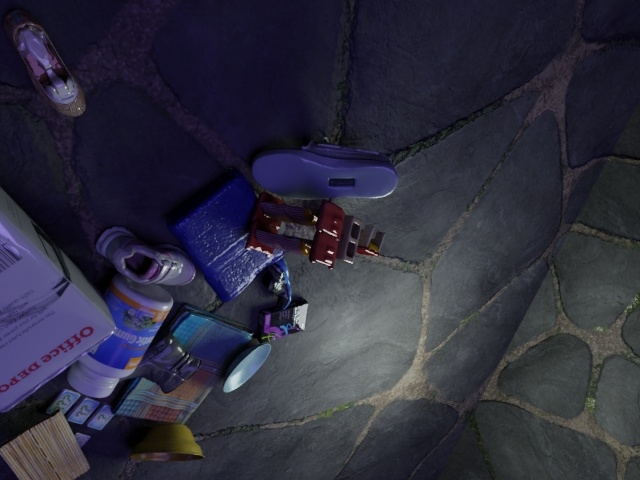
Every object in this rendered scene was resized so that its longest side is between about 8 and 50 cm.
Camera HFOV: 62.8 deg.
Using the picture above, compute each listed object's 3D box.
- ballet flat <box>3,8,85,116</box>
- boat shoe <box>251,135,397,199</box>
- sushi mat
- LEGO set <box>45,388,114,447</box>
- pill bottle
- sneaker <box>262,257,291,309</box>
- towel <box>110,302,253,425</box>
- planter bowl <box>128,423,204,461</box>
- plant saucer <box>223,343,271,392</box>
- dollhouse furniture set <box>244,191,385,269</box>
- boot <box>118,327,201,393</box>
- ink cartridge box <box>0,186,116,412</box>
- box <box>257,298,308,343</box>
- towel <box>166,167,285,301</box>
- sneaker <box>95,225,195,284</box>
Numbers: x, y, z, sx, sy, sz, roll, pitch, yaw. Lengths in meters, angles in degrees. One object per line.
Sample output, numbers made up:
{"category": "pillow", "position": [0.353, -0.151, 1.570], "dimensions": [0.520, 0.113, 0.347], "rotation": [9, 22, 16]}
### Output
{"category": "ballet flat", "position": [-0.485, -0.302, 0.931], "dimensions": [0.073, 0.067, 0.206], "rotation": [-36, 136, -13]}
{"category": "boat shoe", "position": [0.009, -0.202, 1.344], "dimensions": [0.366, 0.157, 0.136], "rotation": [1, 129, -4]}
{"category": "sushi mat", "position": [-0.702, 0.560, 1.348], "dimensions": [0.151, 0.019, 0.317], "rotation": [-28, 141, -31]}
{"category": "LEGO set", "position": [-0.678, 0.521, 1.380], "dimensions": [0.244, 0.060, 0.182], "rotation": [-48, 136, -4]}
{"category": "pill bottle", "position": [-0.479, 0.225, 1.236], "dimensions": [0.152, 0.152, 0.272], "rotation": [27, 95, -45]}
{"category": "sneaker", "position": [-0.127, 0.125, 1.527], "dimensions": [0.078, 0.067, 0.188], "rotation": [-11, 131, -6]}
{"category": "towel", "position": [-0.386, 0.371, 1.504], "dimensions": [0.271, 0.040, 0.370], "rotation": [32, 96, -45]}
{"category": "planter bowl", "position": [-0.452, 0.599, 1.559], "dimensions": [0.217, 0.090, 0.217], "rotation": [-1, 151, -1]}
{"category": "plant saucer", "position": [-0.234, 0.380, 1.606], "dimensions": [0.195, 0.037, 0.195], "rotation": [-42, 158, -21]}
{"category": "dollhouse furniture set", "position": [0.000, 0.000, 1.393], "dimensions": [0.374, 0.201, 0.152], "rotation": [23, 78, -59]}
{"category": "boot", "position": [-0.448, 0.353, 1.372], "dimensions": [0.246, 0.083, 0.161], "rotation": [-32, 118, -2]}
{"category": "ink cartridge box", "position": [-0.622, 0.097, 0.963], "dimensions": [0.285, 0.166, 0.395], "rotation": [-36, 133, -12]}
{"category": "box", "position": [-0.118, 0.252, 1.640], "dimensions": [0.162, 0.029, 0.116], "rotation": [-14, 127, -32]}
{"category": "towel", "position": [-0.235, -0.010, 1.338], "dimensions": [0.227, 0.076, 0.308], "rotation": [-41, 136, -16]}
{"category": "sneaker", "position": [-0.396, 0.061, 1.229], "dimensions": [0.252, 0.111, 0.103], "rotation": [24, 104, -45]}
